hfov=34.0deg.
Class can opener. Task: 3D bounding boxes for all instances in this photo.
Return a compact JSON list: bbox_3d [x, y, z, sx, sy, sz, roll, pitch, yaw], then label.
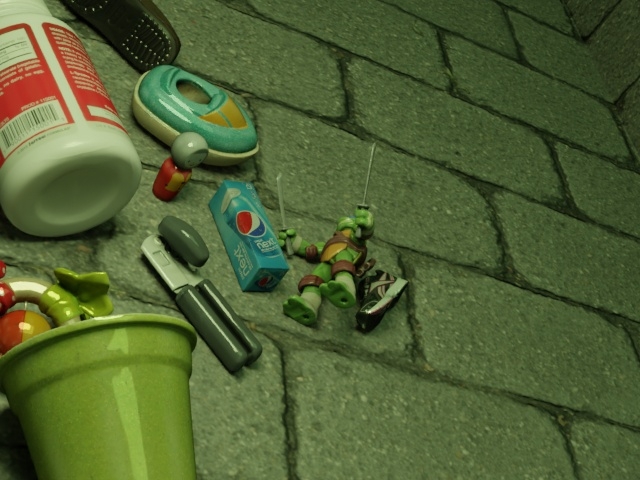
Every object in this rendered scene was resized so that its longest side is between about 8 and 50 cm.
[{"bbox_3d":[-0.194,0.083,1.744,0.283,0.095,0.076,49,38,16],"label":"can opener"}]

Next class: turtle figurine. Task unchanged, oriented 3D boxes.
[{"bbox_3d":[0.000,0.000,1.920,0.198,0.274,0.266,3,42,10],"label":"turtle figurine"}]

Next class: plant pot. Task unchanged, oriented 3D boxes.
[{"bbox_3d":[-0.272,0.268,1.370,0.276,0.276,0.253,3,60,-38],"label":"plant pot"}]

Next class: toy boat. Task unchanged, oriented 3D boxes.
[{"bbox_3d":[-0.238,-0.211,1.981,0.268,0.148,0.318,28,37,-14],"label":"toy boat"}]

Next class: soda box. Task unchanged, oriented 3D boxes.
[{"bbox_3d":[-0.133,-0.009,1.915,0.067,0.071,0.210,4,48,-38],"label":"soda box"}]

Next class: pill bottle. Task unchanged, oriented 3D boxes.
[{"bbox_3d":[-0.471,-0.225,1.732,0.229,0.229,0.407,-2,52,-42],"label":"pill bottle"}]

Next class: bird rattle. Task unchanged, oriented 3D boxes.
[{"bbox_3d":[-0.431,0.106,1.501,0.254,0.143,0.206,13,57,-26],"label":"bird rattle"}]

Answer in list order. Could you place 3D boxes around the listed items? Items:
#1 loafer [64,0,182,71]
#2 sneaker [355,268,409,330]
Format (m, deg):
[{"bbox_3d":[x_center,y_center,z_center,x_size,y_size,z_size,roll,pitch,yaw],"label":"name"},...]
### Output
[{"bbox_3d":[-0.424,-0.490,2.168,0.366,0.134,0.130,52,14,3],"label":"loafer"},{"bbox_3d":[0.099,0.110,2.000,0.077,0.072,0.178,32,27,12],"label":"sneaker"}]
